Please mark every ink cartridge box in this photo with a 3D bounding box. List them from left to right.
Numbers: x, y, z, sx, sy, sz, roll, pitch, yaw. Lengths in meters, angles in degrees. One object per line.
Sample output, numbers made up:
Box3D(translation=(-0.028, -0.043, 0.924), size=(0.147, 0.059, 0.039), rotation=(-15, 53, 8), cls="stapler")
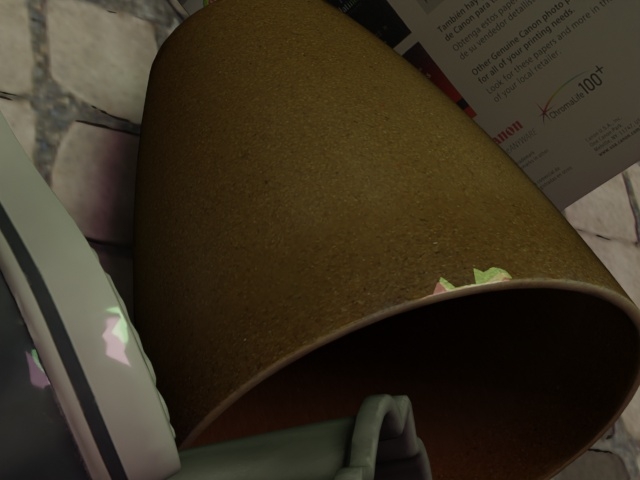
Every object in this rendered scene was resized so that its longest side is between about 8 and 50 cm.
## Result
Box3D(translation=(0.095, -0.158, 0.757), size=(0.272, 0.309, 0.130), rotation=(50, 43, -4), cls="ink cartridge box")

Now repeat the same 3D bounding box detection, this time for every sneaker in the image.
Box3D(translation=(-0.160, 0.014, 0.507), size=(0.127, 0.321, 0.126), rotation=(-25, 115, -12), cls="sneaker")

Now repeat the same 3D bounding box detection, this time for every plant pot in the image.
Box3D(translation=(0.000, 0.000, 0.666), size=(0.237, 0.237, 0.254), rotation=(9, 43, -37), cls="plant pot")

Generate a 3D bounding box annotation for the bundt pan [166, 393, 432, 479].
Box3D(translation=(-0.024, 0.219, 0.465), size=(0.331, 0.124, 0.330), rotation=(-3, 90, -79), cls="bundt pan")
